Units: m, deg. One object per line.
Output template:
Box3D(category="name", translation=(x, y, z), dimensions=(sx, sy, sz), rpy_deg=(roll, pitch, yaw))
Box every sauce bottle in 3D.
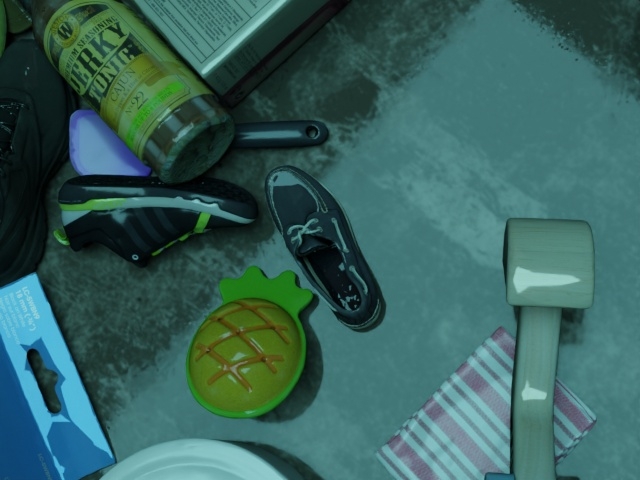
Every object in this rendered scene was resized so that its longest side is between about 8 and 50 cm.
Box3D(category="sauce bottle", translation=(-0.241, -0.209, 1.359), dimensions=(0.111, 0.111, 0.344), rpy_deg=(-46, 73, 0))

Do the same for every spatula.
Box3D(category="spatula", translation=(-0.138, -0.113, 1.393), dimensions=(0.296, 0.030, 0.084), rpy_deg=(-2, 81, 10))

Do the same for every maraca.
Box3D(category="maraca", translation=(-0.074, 0.106, 1.311), dimensions=(0.127, 0.099, 0.186), rpy_deg=(9, 56, 10))

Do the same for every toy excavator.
Box3D(category="toy excavator", translation=(0.193, 0.260, 1.157), dimensions=(0.222, 0.433, 0.445), rpy_deg=(2, 40, 5))

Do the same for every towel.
Box3D(category="towel", translation=(0.170, 0.205, 1.278), dimensions=(0.197, 0.029, 0.144), rpy_deg=(-46, 75, 1))

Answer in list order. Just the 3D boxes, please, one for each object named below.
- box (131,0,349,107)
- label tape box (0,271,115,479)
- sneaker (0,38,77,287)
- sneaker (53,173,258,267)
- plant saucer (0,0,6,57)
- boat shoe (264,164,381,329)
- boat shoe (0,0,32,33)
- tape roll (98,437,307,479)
Box3D(category="box", translation=(-0.074, -0.286, 1.361), dimensions=(0.232, 0.127, 0.148), rpy_deg=(-42, 75, 1))
Box3D(category="label tape box", translation=(-0.429, 0.206, 1.341), dimensions=(0.333, 0.106, 0.241), rpy_deg=(-25, 84, 6))
Box3D(category="sneaker", translation=(-0.351, -0.094, 1.380), dimensions=(0.109, 0.130, 0.286), rpy_deg=(4, 80, 14))
Box3D(category="sneaker", translation=(-0.181, -0.019, 1.374), dimensions=(0.234, 0.084, 0.097), rpy_deg=(4, 105, 12))
Box3D(category="plant saucer", translation=(-0.485, -0.241, 1.461), dimensions=(0.241, 0.037, 0.241), rpy_deg=(-3, 81, 19))
Box3D(category="boat shoe", translation=(0.000, 0.000, 1.328), dimensions=(0.075, 0.065, 0.206), rpy_deg=(-31, 76, 4))
Box3D(category="boat shoe", translation=(-0.319, -0.305, 1.460), dimensions=(0.056, 0.048, 0.153), rpy_deg=(39, 95, 8))
Box3D(category="tape roll", translation=(-0.123, 0.347, 1.274), dimensions=(0.286, 0.100, 0.286), rpy_deg=(-2, 81, 10))
